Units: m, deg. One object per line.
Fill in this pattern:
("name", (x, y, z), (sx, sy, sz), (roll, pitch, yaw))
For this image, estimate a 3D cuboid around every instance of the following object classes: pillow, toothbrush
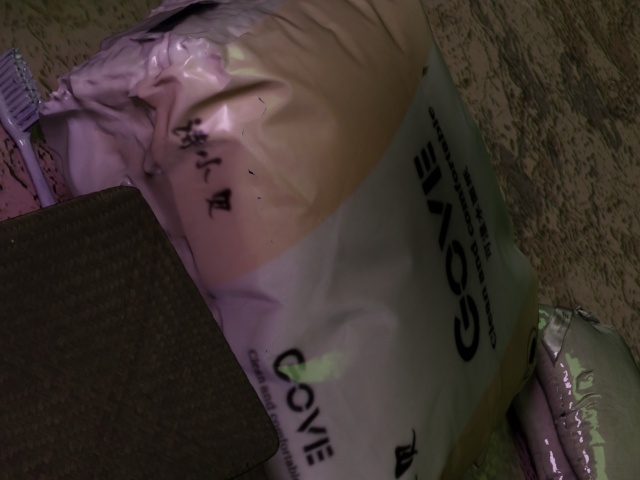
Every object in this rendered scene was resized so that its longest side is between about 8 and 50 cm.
("pillow", (0.207, 0.140, 1.487), (0.134, 0.078, 0.181), (9, 55, -45))
("toothbrush", (-0.137, 0.035, 1.228), (0.024, 0.029, 0.354), (-4, 64, -49))

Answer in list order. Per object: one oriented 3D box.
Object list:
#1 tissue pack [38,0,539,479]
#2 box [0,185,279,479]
("tissue pack", (0.000, 0.000, 1.285), (0.375, 0.195, 0.390), (67, 30, -16))
("box", (-0.179, 0.096, 1.036), (0.273, 0.143, 0.184), (-21, 77, -55))
